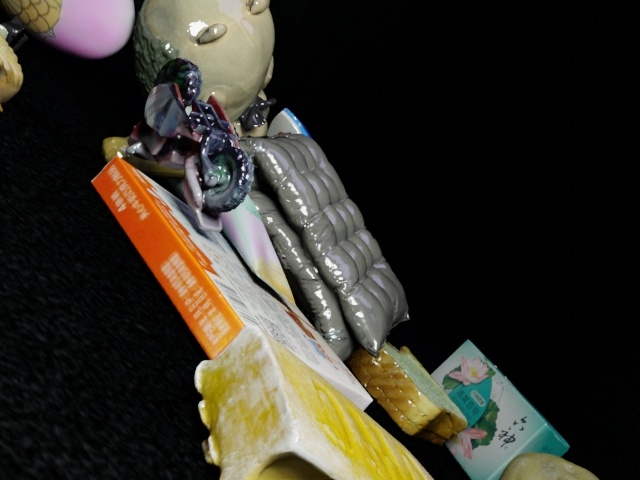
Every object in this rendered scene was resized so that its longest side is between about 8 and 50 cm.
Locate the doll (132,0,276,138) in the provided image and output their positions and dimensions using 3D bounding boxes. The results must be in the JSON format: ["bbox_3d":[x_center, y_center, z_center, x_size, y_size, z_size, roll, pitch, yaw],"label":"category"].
[{"bbox_3d":[-0.181,-0.257,1.273,0.247,0.247,0.349,47,-35,17],"label":"doll"}]

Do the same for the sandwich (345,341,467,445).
[{"bbox_3d":[0.129,0.225,1.218,0.186,0.065,0.214,49,6,34],"label":"sandwich"}]

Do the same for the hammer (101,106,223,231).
[{"bbox_3d":[-0.198,-0.106,1.052,0.202,0.113,0.305,44,12,14],"label":"hammer"}]

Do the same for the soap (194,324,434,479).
[{"bbox_3d":[0.017,0.174,0.571,0.232,0.073,0.140,44,9,-30],"label":"soap"}]

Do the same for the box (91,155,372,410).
[{"bbox_3d":[-0.088,0.056,0.821,0.273,0.048,0.265,47,4,38],"label":"box"}]

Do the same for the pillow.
[{"bbox_3d":[0.000,0.000,1.065,0.326,0.101,0.228,62,19,0],"label":"pillow"}]

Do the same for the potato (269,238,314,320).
[{"bbox_3d":[-0.063,0.004,1.258,0.243,0.098,0.138,47,2,-5],"label":"potato"}]

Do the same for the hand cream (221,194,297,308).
[{"bbox_3d":[-0.077,0.002,0.885,0.076,0.047,0.174,44,10,-45],"label":"hand cream"}]

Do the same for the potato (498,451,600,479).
[{"bbox_3d":[0.311,0.378,1.007,0.178,0.160,0.235,22,24,-21],"label":"potato"}]

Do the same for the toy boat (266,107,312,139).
[{"bbox_3d":[-0.044,-0.082,1.323,0.129,0.088,0.295,17,-52,33],"label":"toy boat"}]

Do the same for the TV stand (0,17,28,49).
[{"bbox_3d":[-0.362,-0.223,0.882,0.042,0.036,0.249,43,5,-22],"label":"TV stand"}]

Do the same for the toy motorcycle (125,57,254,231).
[{"bbox_3d":[-0.143,-0.094,0.828,0.082,0.122,0.213,8,40,-43],"label":"toy motorcycle"}]

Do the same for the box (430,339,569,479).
[{"bbox_3d":[0.279,0.303,1.339,0.092,0.153,0.245,43,4,-35],"label":"box"}]

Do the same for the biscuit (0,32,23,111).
[{"bbox_3d":[-0.321,-0.178,0.551,0.259,0.079,0.259,46,4,-4],"label":"biscuit"}]

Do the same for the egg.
[{"bbox_3d":[-0.388,-0.396,1.171,0.271,0.196,0.196,37,6,-9],"label":"egg"}]
